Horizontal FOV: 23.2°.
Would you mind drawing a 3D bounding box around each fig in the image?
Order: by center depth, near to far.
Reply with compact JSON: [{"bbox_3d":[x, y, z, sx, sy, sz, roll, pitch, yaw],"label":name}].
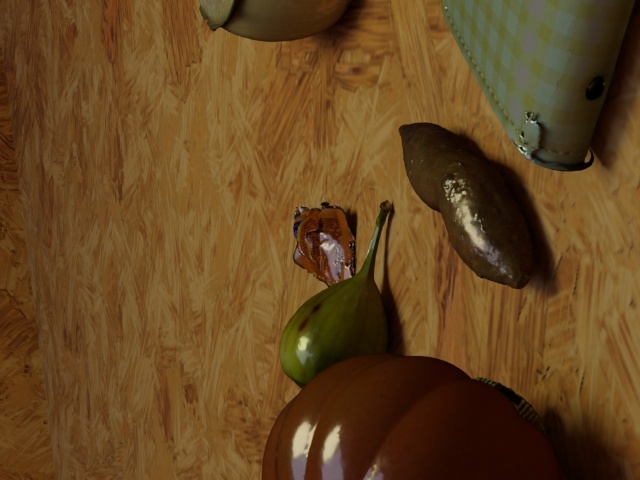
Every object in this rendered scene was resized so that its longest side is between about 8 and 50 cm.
[{"bbox_3d":[0.036,0.060,1.288,0.166,0.093,0.093,-49,29,4],"label":"fig"}]

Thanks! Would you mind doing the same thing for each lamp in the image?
[{"bbox_3d":[0.063,0.176,1.004,0.223,0.196,0.223,33,147,25],"label":"lamp"}]

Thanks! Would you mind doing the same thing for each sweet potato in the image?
[{"bbox_3d":[0.099,-0.038,1.103,0.218,0.051,0.065,-119,31,-52],"label":"sweet potato"}]

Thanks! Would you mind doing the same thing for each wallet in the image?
[{"bbox_3d":[0.144,-0.230,0.947,0.223,0.077,0.310,-120,33,-46],"label":"wallet"}]

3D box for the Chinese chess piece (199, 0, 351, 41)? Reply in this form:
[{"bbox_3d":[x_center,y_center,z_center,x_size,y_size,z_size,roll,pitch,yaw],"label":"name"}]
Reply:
[{"bbox_3d":[-0.042,-0.313,1.390,0.270,0.112,0.270,179,90,-71],"label":"Chinese chess piece"}]

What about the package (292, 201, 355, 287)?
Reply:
[{"bbox_3d":[-0.001,0.001,1.413,0.110,0.033,0.077,22,102,64],"label":"package"}]
